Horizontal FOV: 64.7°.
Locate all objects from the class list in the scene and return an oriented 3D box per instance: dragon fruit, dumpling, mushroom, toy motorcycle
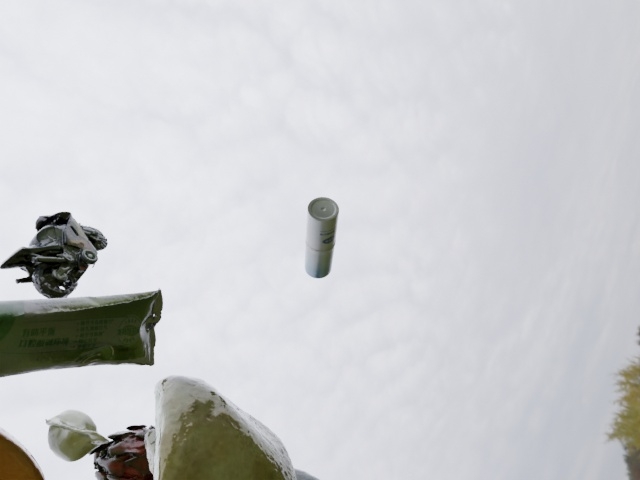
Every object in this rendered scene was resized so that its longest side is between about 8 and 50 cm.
[{"bbox_3d":[-0.450,0.542,1.237,0.189,0.182,0.182,-24,-62,-46],"label":"dragon fruit"},{"bbox_3d":[-0.668,0.547,1.402,0.126,0.167,0.215,-66,-8,-63],"label":"dumpling"},{"bbox_3d":[-0.149,0.308,0.777,0.218,0.292,0.211,0,-103,-22],"label":"mushroom"},{"bbox_3d":[-0.629,0.023,1.217,0.173,0.307,0.108,39,-71,-19],"label":"toy motorcycle"}]

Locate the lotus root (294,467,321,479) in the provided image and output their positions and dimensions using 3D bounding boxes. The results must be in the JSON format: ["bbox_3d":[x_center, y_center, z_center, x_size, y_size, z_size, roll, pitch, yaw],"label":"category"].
[{"bbox_3d":[-0.056,0.852,1.661,0.175,0.350,0.175,-31,-54,-56],"label":"lotus root"}]

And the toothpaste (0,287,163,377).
[{"bbox_3d":[-0.233,0.077,0.400,0.248,0.047,0.078,5,-90,-53],"label":"toothpaste"}]

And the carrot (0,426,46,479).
[{"bbox_3d":[-0.464,0.329,0.593,0.258,0.100,0.307,-48,-71,-16],"label":"carrot"}]

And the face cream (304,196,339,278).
[{"bbox_3d":[0.000,0.000,1.271,0.077,0.077,0.250,-48,-20,-30],"label":"face cream"}]
